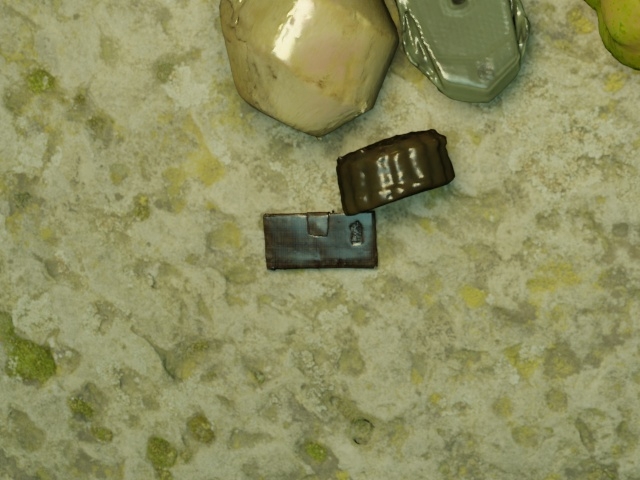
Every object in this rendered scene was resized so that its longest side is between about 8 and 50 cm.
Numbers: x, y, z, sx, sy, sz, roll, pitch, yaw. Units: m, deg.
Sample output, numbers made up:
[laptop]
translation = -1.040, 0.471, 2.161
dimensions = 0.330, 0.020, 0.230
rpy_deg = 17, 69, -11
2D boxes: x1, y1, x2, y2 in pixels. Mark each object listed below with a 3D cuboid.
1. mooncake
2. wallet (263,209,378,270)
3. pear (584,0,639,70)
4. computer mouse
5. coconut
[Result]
[mooncake]
translation = 0.136, -0.134, 1.764
dimensions = 0.228, 0.228, 0.124
rpy_deg = -17, 93, 12
[wallet]
translation = 0.000, 0.000, 1.904
dimensions = 0.230, 0.042, 0.124
rpy_deg = -1, 104, 10
[pear]
translation = 0.614, -0.456, 1.566
dimensions = 0.390, 0.391, 0.391
rpy_deg = 2, 101, 8
[computer mouse]
translation = 0.240, -0.452, 1.728
dimensions = 0.228, 0.145, 0.429
rpy_deg = -16, 88, 4
[coconut]
translation = -0.025, -0.377, 1.700
dimensions = 0.352, 0.352, 0.353
rpy_deg = 2, 101, 8
